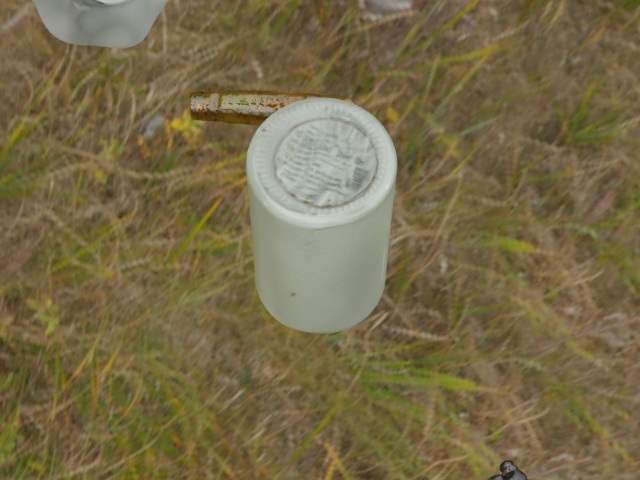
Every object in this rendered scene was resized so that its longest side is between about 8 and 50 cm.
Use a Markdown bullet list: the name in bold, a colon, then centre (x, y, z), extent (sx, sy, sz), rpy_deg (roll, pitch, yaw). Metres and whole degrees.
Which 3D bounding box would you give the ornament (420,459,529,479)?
- **ornament**: centre (0.174, 0.312, 1.401), extent (0.153, 0.196, 0.166), rpy_deg (44, 41, 4)

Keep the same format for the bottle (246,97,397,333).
- **bottle**: centre (0.000, 0.000, 0.979), extent (0.104, 0.245, 0.104), rpy_deg (0, 63, -1)

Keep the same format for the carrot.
- **carrot**: centre (-0.049, -0.128, 1.305), extent (0.170, 0.042, 0.042), rpy_deg (3, 69, 4)

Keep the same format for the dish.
- **dish**: centre (-0.259, -0.322, 1.562), extent (0.190, 0.066, 0.191), rpy_deg (0, 89, -22)
